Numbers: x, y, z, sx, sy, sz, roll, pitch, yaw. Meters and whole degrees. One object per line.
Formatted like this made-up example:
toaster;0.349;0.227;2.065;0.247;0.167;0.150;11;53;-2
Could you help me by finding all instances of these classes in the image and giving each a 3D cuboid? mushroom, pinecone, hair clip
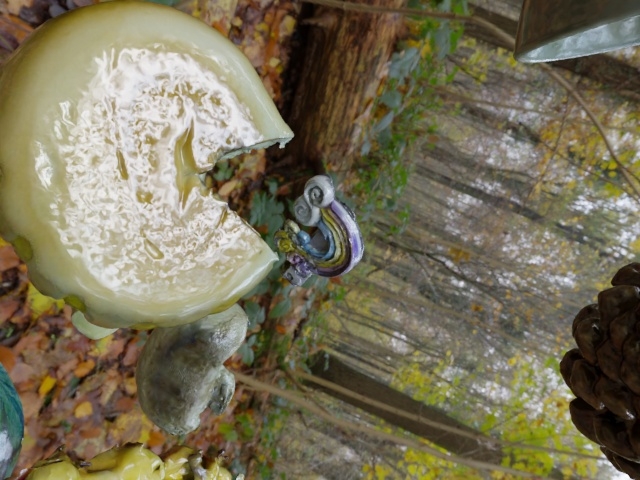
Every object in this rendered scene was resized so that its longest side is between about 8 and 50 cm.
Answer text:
mushroom;-0.298;0.286;1.088;0.344;0.247;0.130;-53;164;14
pinecone;0.396;0.160;0.530;0.244;0.243;0.309;-66;150;-31
hair clip;0.000;0.000;0.642;0.172;0.116;0.049;-55;178;43

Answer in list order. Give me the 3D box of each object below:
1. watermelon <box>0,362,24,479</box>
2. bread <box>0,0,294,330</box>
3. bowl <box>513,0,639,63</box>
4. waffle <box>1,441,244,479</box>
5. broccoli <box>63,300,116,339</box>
watermelon;-0.427;0.243;0.571;0.128;0.146;0.231;-28;-151;45
bread;-0.187;-0.073;0.515;0.160;0.332;0.333;6;-110;55
bowl;0.327;-0.274;0.450;0.289;0.288;0.146;-57;138;-75
waffle;-0.279;0.295;0.452;0.379;0.095;0.382;-34;150;12
broccoli;-0.432;0.076;0.973;0.252;0.221;0.361;86;-23;-46
